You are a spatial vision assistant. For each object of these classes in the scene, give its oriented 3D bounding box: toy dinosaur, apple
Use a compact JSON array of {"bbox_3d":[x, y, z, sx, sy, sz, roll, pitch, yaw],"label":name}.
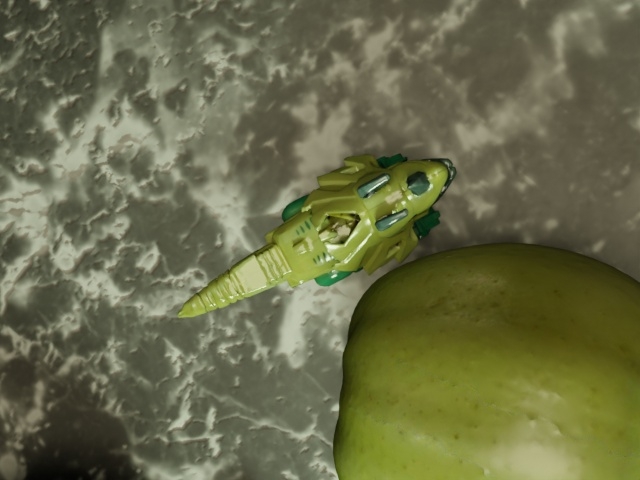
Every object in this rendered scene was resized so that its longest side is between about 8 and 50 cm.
[{"bbox_3d":[0.000,0.000,0.714,0.259,0.153,0.094,-29,86,20],"label":"toy dinosaur"},{"bbox_3d":[0.140,0.138,0.652,0.279,0.279,0.279,1,94,11],"label":"apple"}]
